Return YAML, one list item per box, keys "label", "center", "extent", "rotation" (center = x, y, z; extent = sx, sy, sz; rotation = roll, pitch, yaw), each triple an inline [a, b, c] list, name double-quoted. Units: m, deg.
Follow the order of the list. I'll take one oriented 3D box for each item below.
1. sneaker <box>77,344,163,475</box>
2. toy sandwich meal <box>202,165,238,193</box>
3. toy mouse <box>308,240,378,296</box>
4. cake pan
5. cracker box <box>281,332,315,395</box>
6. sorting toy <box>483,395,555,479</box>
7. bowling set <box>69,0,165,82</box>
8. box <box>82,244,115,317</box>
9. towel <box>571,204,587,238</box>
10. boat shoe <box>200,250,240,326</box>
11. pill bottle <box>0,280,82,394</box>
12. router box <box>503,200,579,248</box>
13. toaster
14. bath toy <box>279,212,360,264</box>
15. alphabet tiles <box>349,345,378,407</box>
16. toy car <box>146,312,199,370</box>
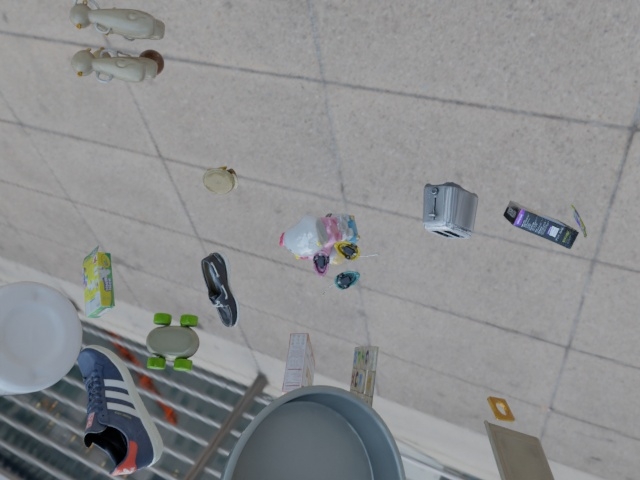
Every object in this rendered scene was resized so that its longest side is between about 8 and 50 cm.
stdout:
- label: "sneaker"
  center: [-0.532, 0.414, 1.473]
  extent: [0.350, 0.148, 0.131]
  rotation: [50, 122, 19]
- label: "toy sandwich meal"
  center: [-0.239, -0.147, 1.433]
  extent: [0.085, 0.029, 0.086]
  rotation: [1, 133, 1]
- label: "toy mouse"
  center: [0.036, 0.064, 1.389]
  extent: [0.161, 0.031, 0.143]
  rotation: [22, 102, 6]
- label: "cake pan"
  center: [-0.010, 0.339, 0.779]
  extent: [0.293, 0.293, 0.054]
  rotation: [44, 145, -18]
- label: "cracker box"
  center: [-0.066, 0.437, 1.931]
  extent: [0.067, 0.232, 0.156]
  rotation: [-3, 131, 9]
- label: "sorting toy"
  center: [0.464, 0.526, 1.396]
  extent: [0.196, 0.348, 0.047]
  rotation: [25, 123, -21]
- label: "bowling set"
  center: [-0.391, -0.382, 1.162]
  extent: [0.154, 0.287, 0.200]
  rotation: [7, 156, -6]
- label: "box"
  center: [-0.610, 0.111, 1.639]
  extent: [0.043, 0.179, 0.105]
  rotation: [6, 153, -44]
- label: "towel"
  center: [0.700, -0.051, 1.620]
  extent: [0.009, 0.083, 0.060]
  rotation: [-23, 144, 16]
- label: "boat shoe"
  center: [-0.156, 0.080, 0.926]
  extent: [0.046, 0.038, 0.125]
  rotation: [7, 111, 36]
- label: "pill bottle"
  center: [-0.650, 0.207, 1.177]
  extent: [0.361, 0.204, 0.204]
  rotation: [-17, 125, 37]
- label: "router box"
  center: [0.498, -0.039, 1.368]
  extent: [0.133, 0.179, 0.046]
  rotation: [23, 102, 5]
- label: "toaster"
  center: [0.412, -0.090, 1.894]
  extent: [0.129, 0.146, 0.227]
  rotation: [2, 170, 41]
- label: "bath toy"
  center: [0.000, 0.000, 1.672]
  extent: [0.129, 0.348, 0.151]
  rotation: [-14, 86, 22]
- label: "alphabet tiles"
  center: [0.064, 0.301, 1.028]
  extent: [0.009, 0.237, 0.198]
  rotation: [9, 169, -5]
- label: "toy car"
  center: [-0.419, 0.309, 1.760]
  extent: [0.148, 0.155, 0.188]
  rotation: [4, 161, 0]
